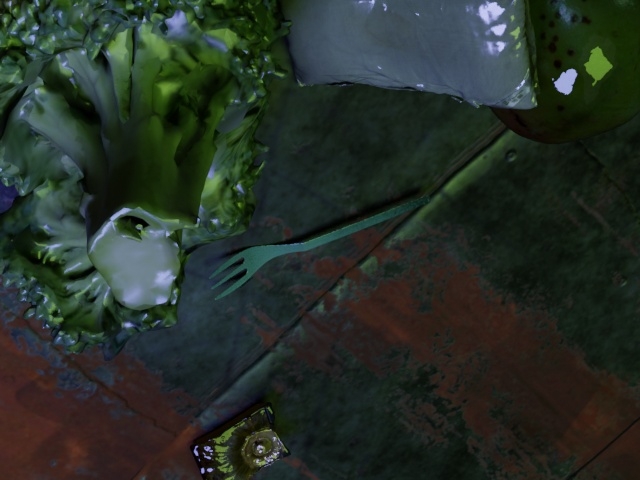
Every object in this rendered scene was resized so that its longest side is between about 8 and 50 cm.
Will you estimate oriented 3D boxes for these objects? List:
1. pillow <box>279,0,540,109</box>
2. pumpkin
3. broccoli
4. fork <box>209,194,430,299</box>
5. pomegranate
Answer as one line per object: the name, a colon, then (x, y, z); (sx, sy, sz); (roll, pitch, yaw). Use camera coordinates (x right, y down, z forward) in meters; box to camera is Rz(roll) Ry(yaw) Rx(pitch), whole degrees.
pillow: (0.068, -0.181, 1.163); (0.229, 0.050, 0.148); (7, 129, 21)
pumpkin: (-0.084, 0.215, 1.453); (0.101, 0.035, 0.073); (-28, 119, -2)
broccoli: (-0.176, -0.074, 1.059); (0.249, 0.302, 0.375); (25, 120, 4)
fork: (-0.001, -0.001, 1.352); (0.235, 0.021, 0.039); (-22, 133, -13)
pomegranate: (0.241, -0.182, 1.258); (0.224, 0.181, 0.181); (-16, 130, -41)
